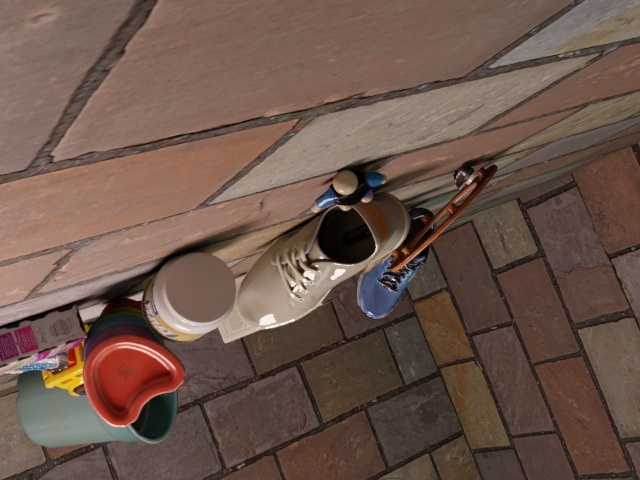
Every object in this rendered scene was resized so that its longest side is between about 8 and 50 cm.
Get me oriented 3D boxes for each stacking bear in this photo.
[{"bbox_3d":[-0.381,0.203,1.682,0.175,0.164,0.289,-38,-159,0],"label":"stacking bear"}]

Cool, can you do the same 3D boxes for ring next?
[{"bbox_3d":[0.270,-0.057,1.945,0.336,0.032,0.336,-46,180,0],"label":"ring"}]

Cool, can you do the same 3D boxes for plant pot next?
[{"bbox_3d":[-0.620,0.414,2.351,0.334,0.340,0.341,-14,177,15],"label":"plant pot"}]

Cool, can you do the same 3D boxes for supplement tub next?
[{"bbox_3d":[-0.234,0.101,1.528,0.144,0.144,0.200,-19,174,-23],"label":"supplement tub"}]

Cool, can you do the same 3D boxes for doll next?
[{"bbox_3d":[0.043,-0.078,1.357,0.129,0.046,0.189,-23,175,3],"label":"doll"}]

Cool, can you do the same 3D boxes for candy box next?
[{"bbox_3d":[-0.563,0.197,1.586,0.234,0.071,0.159,-20,175,-27],"label":"candy box"}]

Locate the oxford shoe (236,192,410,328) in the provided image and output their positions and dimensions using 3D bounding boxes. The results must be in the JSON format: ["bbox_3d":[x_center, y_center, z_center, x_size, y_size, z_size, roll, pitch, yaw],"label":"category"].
[{"bbox_3d":[-0.023,0.045,1.717,0.449,0.169,0.130,-33,172,31],"label":"oxford shoe"}]

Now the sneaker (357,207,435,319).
[{"bbox_3d":[0.199,0.054,2.242,0.329,0.130,0.147,-62,179,-4],"label":"sneaker"}]

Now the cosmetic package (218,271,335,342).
[{"bbox_3d":[-0.138,0.148,2.320,0.310,0.160,0.113,-22,176,19],"label":"cosmetic package"}]

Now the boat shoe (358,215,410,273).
[{"bbox_3d":[0.143,0.002,2.149,0.110,0.121,0.341,-19,173,-14],"label":"boat shoe"}]

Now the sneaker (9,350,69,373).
[{"bbox_3d":[-0.594,0.220,1.736,0.191,0.082,0.071,-1,147,5],"label":"sneaker"}]

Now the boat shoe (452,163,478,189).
[{"bbox_3d":[0.302,-0.137,1.827,0.046,0.038,0.125,-54,179,1],"label":"boat shoe"}]

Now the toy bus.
[{"bbox_3d":[-0.548,0.254,1.984,0.220,0.149,0.211,-25,158,12],"label":"toy bus"}]
